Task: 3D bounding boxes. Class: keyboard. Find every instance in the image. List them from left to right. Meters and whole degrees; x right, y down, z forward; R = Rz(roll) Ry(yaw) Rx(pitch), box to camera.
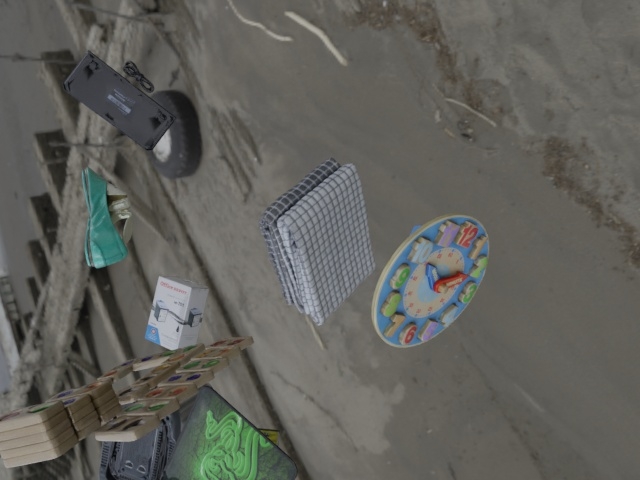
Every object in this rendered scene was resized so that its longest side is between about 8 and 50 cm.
[{"bbox_3d":[-0.337,-0.250,1.106,0.108,0.180,0.023,-51,20,4],"label":"keyboard"}]

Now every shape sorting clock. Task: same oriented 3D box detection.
[{"bbox_3d":[0.153,0.058,0.863,0.040,0.206,0.206,34,128,45],"label":"shape sorting clock"}]

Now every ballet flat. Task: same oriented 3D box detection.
[{"bbox_3d":[-0.394,-0.047,1.193,0.083,0.087,0.247,97,158,-45],"label":"ballet flat"}]

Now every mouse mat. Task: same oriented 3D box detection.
[{"bbox_3d":[-0.116,0.282,0.764,0.152,0.007,0.190,36,117,19],"label":"mouse mat"}]

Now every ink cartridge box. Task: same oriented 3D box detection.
[{"bbox_3d":[-0.415,0.210,1.852,0.139,0.082,0.191,14,93,33],"label":"ink cartridge box"}]

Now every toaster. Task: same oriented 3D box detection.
[{"bbox_3d":[-0.248,0.298,0.996,0.129,0.146,0.227,12,99,16],"label":"toaster"}]

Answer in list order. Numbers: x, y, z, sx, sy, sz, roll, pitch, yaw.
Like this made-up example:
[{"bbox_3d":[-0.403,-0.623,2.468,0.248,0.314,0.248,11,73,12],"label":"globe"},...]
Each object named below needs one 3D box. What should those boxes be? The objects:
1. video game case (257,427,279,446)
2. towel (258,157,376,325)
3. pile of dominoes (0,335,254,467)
[{"bbox_3d":[-0.240,0.534,1.519,0.248,0.275,0.035,-89,5,-65],"label":"video game case"},{"bbox_3d":[0.000,0.000,1.370,0.121,0.235,0.284,16,136,37],"label":"towel"},{"bbox_3d":[-0.187,0.131,0.611,0.196,0.251,0.040,-16,96,20],"label":"pile of dominoes"}]
